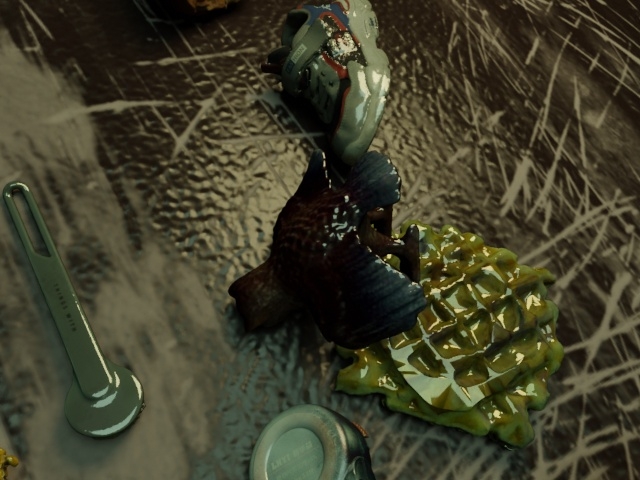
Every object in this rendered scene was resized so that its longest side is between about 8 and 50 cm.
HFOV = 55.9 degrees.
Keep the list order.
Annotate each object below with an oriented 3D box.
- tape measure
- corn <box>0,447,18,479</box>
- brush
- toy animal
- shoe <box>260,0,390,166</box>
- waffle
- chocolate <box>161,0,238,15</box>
[{"bbox_3d":[0.032,0.204,0.509,0.179,0.104,0.107,25,28,-38],"label":"tape measure"},{"bbox_3d":[-0.317,0.199,0.411,0.207,0.068,0.068,-13,67,-23],"label":"corn"},{"bbox_3d":[-0.228,0.053,0.536,0.062,0.027,0.266,-23,66,-23],"label":"brush"},{"bbox_3d":[-0.007,0.005,0.538,0.179,0.116,0.219,-27,52,-3],"label":"toy animal"},{"bbox_3d":[0.001,-0.189,0.663,0.125,0.099,0.228,6,57,-19],"label":"shoe"},{"bbox_3d":[0.132,0.076,0.585,0.223,0.054,0.204,18,60,-1],"label":"waffle"},{"bbox_3d":[-0.135,-0.325,0.699,0.133,0.124,0.127,4,53,-46],"label":"chocolate"}]
